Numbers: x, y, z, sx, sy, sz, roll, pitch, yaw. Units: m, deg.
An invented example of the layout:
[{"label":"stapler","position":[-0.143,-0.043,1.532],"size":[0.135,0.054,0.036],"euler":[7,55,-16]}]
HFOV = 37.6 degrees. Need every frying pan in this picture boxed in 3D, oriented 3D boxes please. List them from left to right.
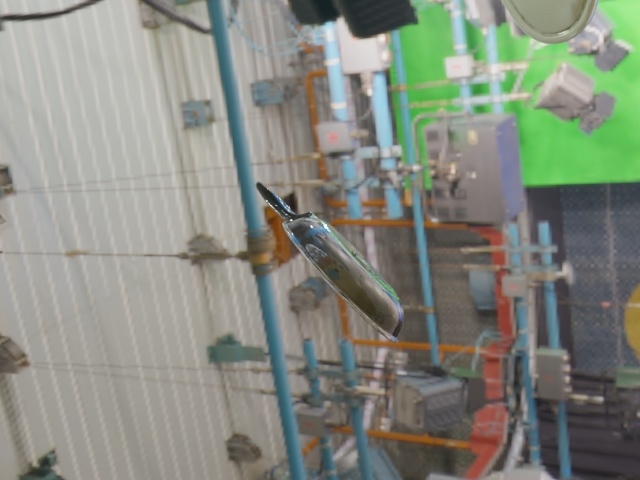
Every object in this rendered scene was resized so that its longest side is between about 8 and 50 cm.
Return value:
[{"label":"frying pan","position":[0.020,0.020,1.179],"size":[0.197,0.053,0.326],"euler":[44,-173,-21]}]

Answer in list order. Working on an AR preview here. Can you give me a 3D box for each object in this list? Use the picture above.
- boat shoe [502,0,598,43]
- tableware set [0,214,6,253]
[{"label":"boat shoe","position":[0.224,-0.368,0.966],"size":[0.113,0.127,0.340],"euler":[-13,-97,-55]},{"label":"tableware set","position":[-0.460,0.013,1.215],"size":[0.128,0.194,0.039],"euler":[-33,-85,-14]}]
